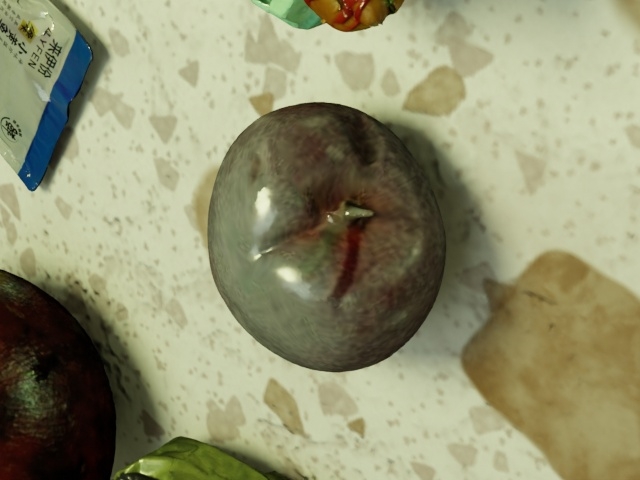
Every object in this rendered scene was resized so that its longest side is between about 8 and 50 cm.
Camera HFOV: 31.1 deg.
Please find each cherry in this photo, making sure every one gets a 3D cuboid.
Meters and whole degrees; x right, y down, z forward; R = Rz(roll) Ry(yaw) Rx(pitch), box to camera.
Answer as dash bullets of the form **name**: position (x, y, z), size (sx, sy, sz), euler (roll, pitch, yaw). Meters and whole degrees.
- **cherry**: position (0.001, 0.004, 0.730), size (0.176, 0.140, 0.176), euler (46, 149, 39)

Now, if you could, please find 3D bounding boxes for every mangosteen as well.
- **mangosteen**: position (-0.318, 0.162, 0.962), size (0.311, 0.311, 0.311), euler (15, 116, 35)

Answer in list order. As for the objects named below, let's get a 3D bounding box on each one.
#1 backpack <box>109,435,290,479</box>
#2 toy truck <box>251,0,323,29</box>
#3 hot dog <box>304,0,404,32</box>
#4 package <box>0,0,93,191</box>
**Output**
- **backpack**: position (-0.072, 0.269, 0.887), size (0.253, 0.140, 0.207), euler (33, 123, 27)
- **toy truck**: position (0.046, -0.241, 0.588), size (0.156, 0.155, 0.279), euler (37, 127, 13)
- **hot dog**: position (-0.008, -0.164, 0.543), size (0.062, 0.038, 0.144), euler (-22, 107, 33)
- **package**: position (-0.261, -0.154, 0.954), size (0.173, 0.027, 0.171), euler (50, 131, 18)
